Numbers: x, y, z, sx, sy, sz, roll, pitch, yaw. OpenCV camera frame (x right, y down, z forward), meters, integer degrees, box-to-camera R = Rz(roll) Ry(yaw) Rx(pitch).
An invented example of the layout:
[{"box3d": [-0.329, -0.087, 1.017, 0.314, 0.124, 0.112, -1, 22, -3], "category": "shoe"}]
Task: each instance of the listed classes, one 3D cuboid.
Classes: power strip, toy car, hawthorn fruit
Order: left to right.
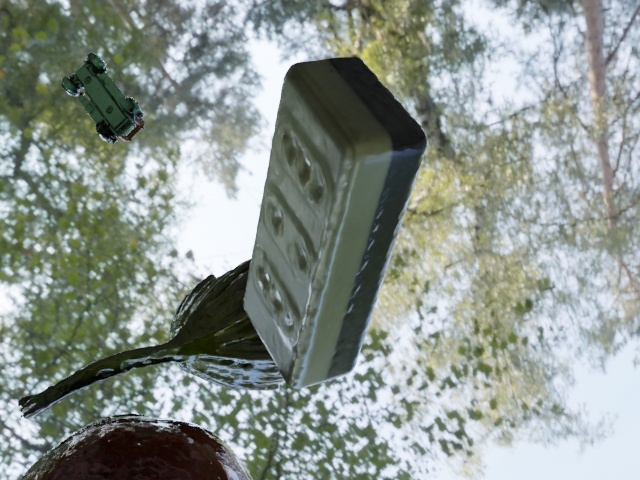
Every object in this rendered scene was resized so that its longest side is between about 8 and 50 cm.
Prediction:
[{"box3d": [-0.314, -0.206, 1.207, 0.073, 0.054, 0.143, -44, -113, 7], "category": "toy car"}, {"box3d": [-0.181, 0.314, 0.805, 0.316, 0.316, 0.315, -13, -129, 17], "category": "hawthorn fruit"}, {"box3d": [0.000, 0.000, 0.619, 0.070, 0.256, 0.105, -11, -134, -24], "category": "power strip"}]

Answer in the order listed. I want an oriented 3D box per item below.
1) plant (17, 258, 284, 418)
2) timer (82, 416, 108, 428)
[{"box3d": [-0.156, 0.154, 1.026, 0.251, 0.180, 0.333, -38, 177, 42], "category": "plant"}, {"box3d": [-0.323, 0.377, 1.301, 0.175, 0.175, 0.255, -38, -159, -4], "category": "timer"}]
